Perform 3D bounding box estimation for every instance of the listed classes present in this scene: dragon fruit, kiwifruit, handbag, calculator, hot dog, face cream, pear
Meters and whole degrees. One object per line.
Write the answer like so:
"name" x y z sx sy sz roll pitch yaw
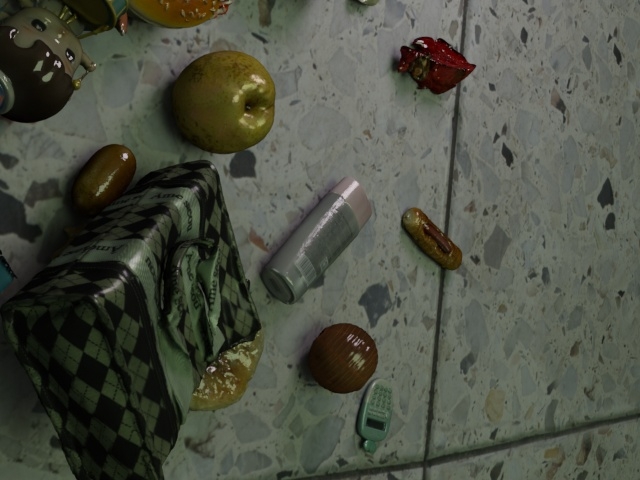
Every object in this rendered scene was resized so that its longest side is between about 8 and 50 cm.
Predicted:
"dragon fruit" 0.241 -0.380 1.929 0.192 0.092 0.122 6 89 -47
"kiwifruit" -0.321 -0.090 1.371 0.075 0.075 0.124 50 63 -37
"handbag" -0.226 0.110 1.291 0.416 0.180 0.316 -61 138 -58
"calculator" 0.113 0.360 1.903 0.095 0.021 0.153 26 74 -44
"hot dog" 0.249 0.003 2.002 0.216 0.047 0.066 42 66 -40
"face cream" 0.000 0.000 1.718 0.269 0.073 0.107 -49 130 -33
"pear" -0.148 -0.221 1.478 0.178 0.178 0.178 -5 96 -46

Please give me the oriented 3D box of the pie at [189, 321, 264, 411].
"pie" -0.185 0.191 1.536 0.218 0.052 0.185 -26 104 -37

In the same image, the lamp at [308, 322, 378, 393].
"lamp" 0.042 0.220 1.737 0.136 0.136 0.136 -5 96 -46

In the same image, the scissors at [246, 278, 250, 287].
"scissors" -0.161 0.169 1.602 0.088 0.017 0.220 31 71 -39

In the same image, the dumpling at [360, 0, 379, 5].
"dumpling" 0.091 -0.489 1.806 0.076 0.057 0.052 -39 162 -11

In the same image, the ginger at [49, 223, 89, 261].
"ginger" -0.319 0.058 1.400 0.193 0.052 0.176 34 74 -42

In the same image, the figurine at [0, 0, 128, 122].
"figurine" -0.377 -0.255 1.237 0.161 0.158 0.275 41 63 -30

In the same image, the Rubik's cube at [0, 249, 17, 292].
"Rubik's cube" -0.530 0.016 0.956 0.387 0.368 0.358 105 -6 -68

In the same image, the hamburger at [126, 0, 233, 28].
"hamburger" -0.232 -0.466 1.383 0.227 0.151 0.295 -12 104 -45
